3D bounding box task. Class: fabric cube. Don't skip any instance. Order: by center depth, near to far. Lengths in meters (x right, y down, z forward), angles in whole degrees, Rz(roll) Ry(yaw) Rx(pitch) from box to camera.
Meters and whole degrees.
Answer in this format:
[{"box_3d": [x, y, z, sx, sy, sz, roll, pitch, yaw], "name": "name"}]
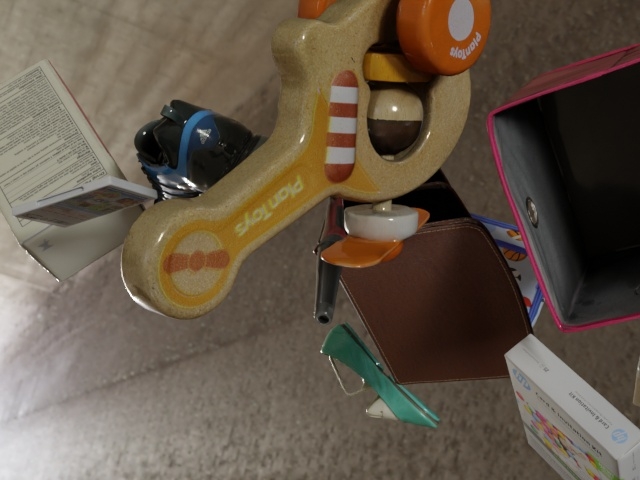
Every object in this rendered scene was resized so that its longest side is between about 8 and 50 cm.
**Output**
[{"box_3d": [0.360, -0.083, 1.018, 0.259, 0.254, 0.258, -16, 11, 26], "name": "fabric cube"}]

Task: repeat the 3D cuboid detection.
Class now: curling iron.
[{"box_3d": [0.000, 0.000, 1.023, 0.035, 0.068, 0.274, -55, 21, 33], "name": "curling iron"}]

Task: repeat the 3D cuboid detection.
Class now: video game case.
[{"box_3d": [-0.243, -0.039, 0.966, 0.122, 0.087, 0.011, -15, 77, 20], "name": "video game case"}]

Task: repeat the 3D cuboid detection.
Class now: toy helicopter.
[{"box_3d": [-0.001, -0.051, 0.720, 0.140, 0.235, 0.355, 18, 48, 43], "name": "toy helicopter"}]

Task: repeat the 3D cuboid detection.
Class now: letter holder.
[{"box_3d": [0.161, 0.036, 1.209, 0.214, 0.302, 0.152, -7, 45, 24], "name": "letter holder"}]

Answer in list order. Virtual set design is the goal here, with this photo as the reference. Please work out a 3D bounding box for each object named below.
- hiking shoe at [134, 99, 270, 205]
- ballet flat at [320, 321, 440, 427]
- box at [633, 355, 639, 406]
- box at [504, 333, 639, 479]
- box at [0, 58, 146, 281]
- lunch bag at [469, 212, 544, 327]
[{"box_3d": [-0.149, -0.092, 1.060, 0.113, 0.132, 0.304, -61, 16, -20], "name": "hiking shoe"}, {"box_3d": [0.093, 0.251, 1.601, 0.087, 0.247, 0.083, -45, -18, 0], "name": "ballet flat"}, {"box_3d": [0.540, 0.178, 1.355, 0.121, 0.148, 0.311, -72, -23, -12], "name": "box"}, {"box_3d": [0.249, 0.191, 0.892, 0.038, 0.186, 0.145, -35, 49, -11], "name": "box"}, {"box_3d": [-0.345, -0.091, 1.202, 0.232, 0.148, 0.127, 54, 172, 25], "name": "box"}, {"box_3d": [0.216, 0.053, 1.516, 0.243, 0.303, 0.115, -60, -19, -30], "name": "lunch bag"}]
